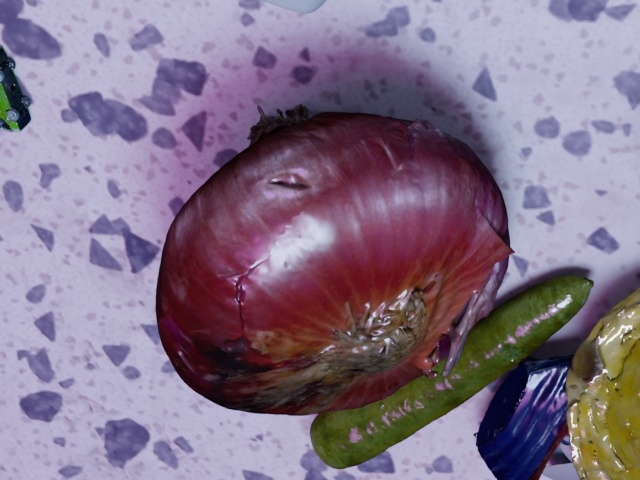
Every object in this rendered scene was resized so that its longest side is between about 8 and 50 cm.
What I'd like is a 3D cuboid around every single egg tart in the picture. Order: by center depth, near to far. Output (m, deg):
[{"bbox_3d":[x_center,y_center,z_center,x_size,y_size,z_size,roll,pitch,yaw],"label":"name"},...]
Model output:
[{"bbox_3d":[0.371,0.161,1.542,0.294,0.116,0.295,-1,102,-3],"label":"egg tart"}]

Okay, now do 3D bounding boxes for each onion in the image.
[{"bbox_3d":[0.000,0.000,1.523,0.347,0.285,0.348,-17,148,-11],"label":"onion"}]

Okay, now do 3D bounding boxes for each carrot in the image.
[{"bbox_3d":[0.132,0.130,1.668,0.358,0.074,0.074,-35,109,28],"label":"carrot"}]

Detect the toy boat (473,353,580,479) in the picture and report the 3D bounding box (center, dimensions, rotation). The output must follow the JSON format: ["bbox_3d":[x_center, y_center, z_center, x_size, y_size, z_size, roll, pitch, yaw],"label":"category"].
[{"bbox_3d":[0.295,0.222,1.695,0.318,0.072,0.219,37,127,-28],"label":"toy boat"}]

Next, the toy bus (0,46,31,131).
[{"bbox_3d":[-0.314,-0.147,1.622,0.037,0.031,0.083,-3,122,25],"label":"toy bus"}]

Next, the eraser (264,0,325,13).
[{"bbox_3d":[-0.017,-0.300,1.321,0.189,0.104,0.290,29,157,-14],"label":"eraser"}]
